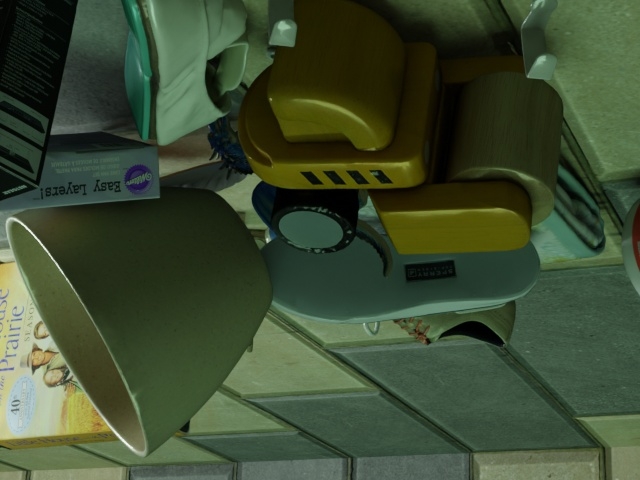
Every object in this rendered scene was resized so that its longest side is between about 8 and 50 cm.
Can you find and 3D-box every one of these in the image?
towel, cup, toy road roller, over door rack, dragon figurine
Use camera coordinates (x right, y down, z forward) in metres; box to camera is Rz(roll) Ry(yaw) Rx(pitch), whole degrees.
[{"bbox_3d":[0.177,-0.045,1.846,0.320,0.090,0.374,-4,159,27],"label":"towel"},{"bbox_3d":[-0.200,0.065,1.710,0.237,0.331,0.331,-29,169,-19],"label":"cup"},{"bbox_3d":[0.075,-0.127,1.441,0.329,0.202,0.240,0,146,17],"label":"toy road roller"},{"bbox_3d":[0.095,-0.291,1.045,0.239,0.108,0.324,6,130,-8],"label":"over door rack"},{"bbox_3d":[-0.025,-0.050,1.687,0.144,0.289,0.085,-35,170,15],"label":"dragon figurine"}]

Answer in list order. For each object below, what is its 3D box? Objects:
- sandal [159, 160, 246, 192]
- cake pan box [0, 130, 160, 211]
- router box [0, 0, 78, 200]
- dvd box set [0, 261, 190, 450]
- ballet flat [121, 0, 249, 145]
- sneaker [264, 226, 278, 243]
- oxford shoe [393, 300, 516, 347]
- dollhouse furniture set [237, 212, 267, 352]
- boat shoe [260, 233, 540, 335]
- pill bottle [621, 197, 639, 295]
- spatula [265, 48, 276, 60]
[{"bbox_3d":[-0.220,-0.082,1.813,0.265,0.076,0.102,-16,166,11],"label":"sandal"},{"bbox_3d":[-0.336,-0.082,1.615,0.267,0.070,0.246,-7,-168,-24],"label":"cake pan box"},{"bbox_3d":[-0.388,-0.141,1.407,0.309,0.243,0.081,-13,149,38],"label":"router box"},{"bbox_3d":[-0.377,0.163,2.158,0.420,0.308,0.062,-8,155,28],"label":"dvd box set"},{"bbox_3d":[-0.136,-0.209,1.406,0.139,0.139,0.400,4,164,-4],"label":"ballet flat"},{"bbox_3d":[0.000,-0.001,2.029,0.152,0.058,0.084,25,140,-22],"label":"sneaker"},{"bbox_3d":[0.146,0.092,2.151,0.348,0.130,0.123,7,159,-12],"label":"oxford shoe"},{"bbox_3d":[-0.092,0.067,2.066,0.101,0.161,0.182,3,161,-1],"label":"dollhouse furniture set"},{"bbox_3d":[0.096,0.049,1.833,0.367,0.136,0.156,-5,165,-3],"label":"boat shoe"},{"bbox_3d":[0.544,-0.017,1.733,0.181,0.181,0.323,15,157,-30],"label":"pill bottle"},{"bbox_3d":[0.072,-0.187,1.570,0.168,0.019,0.242,-16,150,42],"label":"spatula"}]
